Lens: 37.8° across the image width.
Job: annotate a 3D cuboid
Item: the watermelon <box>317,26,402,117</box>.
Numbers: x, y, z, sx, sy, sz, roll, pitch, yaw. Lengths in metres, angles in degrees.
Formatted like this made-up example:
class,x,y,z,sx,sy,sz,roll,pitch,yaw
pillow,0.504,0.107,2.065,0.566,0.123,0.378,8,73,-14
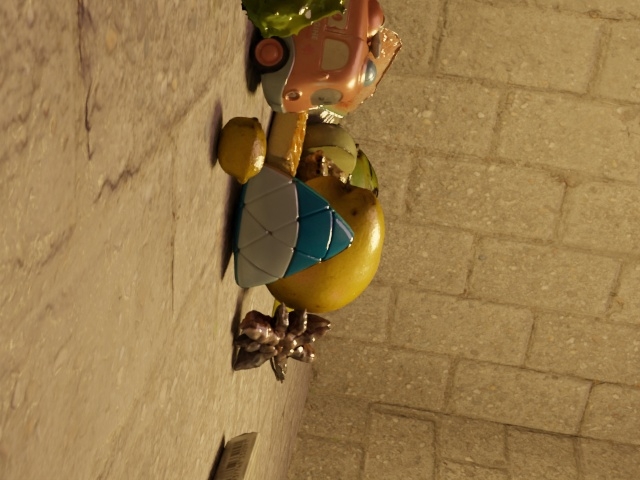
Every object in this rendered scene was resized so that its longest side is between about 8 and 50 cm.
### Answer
class,x,y,z,sx,sy,sz,roll,pitch,yaw
watermelon,0.016,-0.396,2.042,0.319,0.292,0.222,32,-75,58

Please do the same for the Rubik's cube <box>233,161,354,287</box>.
class,x,y,z,sx,sy,sz,roll,pitch,yaw
Rubik's cube,-0.090,-0.077,1.778,0.254,0.254,0.255,9,90,-86

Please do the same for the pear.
class,x,y,z,sx,sy,sz,roll,pitch,yaw
pear,0.007,0.004,2.060,0.336,0.285,0.285,-39,-170,18

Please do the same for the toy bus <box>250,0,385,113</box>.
class,x,y,z,sx,sy,sz,roll,pitch,yaw
toy bus,-0.001,-0.374,1.741,0.194,0.232,0.288,82,15,-84

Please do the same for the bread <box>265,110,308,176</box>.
class,x,y,z,sx,sy,sz,roll,pitch,yaw
bread,-0.074,-0.224,2.081,0.125,0.068,0.188,90,9,-59

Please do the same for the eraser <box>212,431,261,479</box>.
class,x,y,z,sx,sy,sz,roll,pitch,yaw
eraser,-0.206,0.599,1.942,0.397,0.082,0.213,-73,170,-62

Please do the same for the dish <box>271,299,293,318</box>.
class,x,y,z,sx,sy,sz,roll,pitch,yaw
dish,-0.095,0.229,2.672,0.149,0.080,0.208,-59,156,-77

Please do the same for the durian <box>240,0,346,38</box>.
class,x,y,z,sx,sy,sz,roll,pitch,yaw
durian,-0.032,-0.483,1.297,0.256,0.204,0.340,62,34,-63

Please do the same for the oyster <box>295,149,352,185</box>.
class,x,y,z,sx,sy,sz,roll,pitch,yaw
oyster,0.013,-0.059,2.249,0.096,0.221,0.361,-102,-159,-45

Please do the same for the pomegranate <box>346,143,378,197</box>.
class,x,y,z,sx,sy,sz,roll,pitch,yaw
pomegranate,0.034,-0.123,2.655,0.260,0.260,0.341,-73,173,-62

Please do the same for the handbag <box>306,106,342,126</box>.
class,x,y,z,sx,sy,sz,roll,pitch,yaw
handbag,-0.019,-0.303,2.276,0.183,0.117,0.270,-60,159,-19

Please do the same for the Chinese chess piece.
class,x,y,z,sx,sy,sz,roll,pitch,yaw
Chinese chess piece,-0.007,-0.200,2.239,0.188,0.188,0.083,92,-14,-57

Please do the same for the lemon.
class,x,y,z,sx,sy,sz,roll,pitch,yaw
lemon,-0.127,-0.146,1.506,0.082,0.082,0.111,-58,156,-79

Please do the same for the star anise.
class,x,y,z,sx,sy,sz,roll,pitch,yaw
star anise,-0.096,0.216,2.021,0.236,0.229,0.093,45,10,-44
